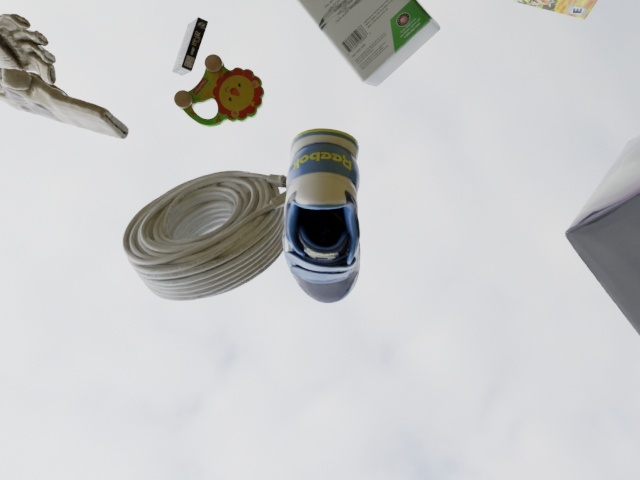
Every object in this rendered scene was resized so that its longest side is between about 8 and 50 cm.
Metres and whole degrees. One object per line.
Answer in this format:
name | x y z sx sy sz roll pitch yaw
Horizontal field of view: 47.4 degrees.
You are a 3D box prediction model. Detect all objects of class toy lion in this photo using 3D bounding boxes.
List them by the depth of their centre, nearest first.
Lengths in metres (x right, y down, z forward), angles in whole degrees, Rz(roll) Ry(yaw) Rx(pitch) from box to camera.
toy lion | -0.128 -0.190 0.964 0.096 0.034 0.100 41 -91 1

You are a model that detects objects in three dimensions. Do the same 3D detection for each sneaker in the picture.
sneaker | 0.000 0.000 0.460 0.053 0.144 0.059 -3 -132 3

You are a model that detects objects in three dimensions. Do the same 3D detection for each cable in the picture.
cable | -0.176 -0.014 1.141 0.257 0.257 0.089 -42 -50 -27

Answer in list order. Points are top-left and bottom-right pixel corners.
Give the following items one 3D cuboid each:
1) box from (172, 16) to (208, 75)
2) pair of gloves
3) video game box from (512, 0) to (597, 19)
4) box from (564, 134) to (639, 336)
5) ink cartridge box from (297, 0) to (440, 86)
box | -0.207 -0.306 1.152 0.018 0.067 0.083 19 -93 -24
pair of gloves | -0.352 -0.200 0.848 0.204 0.240 0.042 16 -104 23
video game box | 0.288 -0.379 0.913 0.187 0.205 0.048 16 -113 1
box | 0.455 -0.065 0.745 0.183 0.296 0.294 52 -138 -1
ink cartridge box | 0.075 -0.389 1.226 0.208 0.153 0.087 54 -160 9
